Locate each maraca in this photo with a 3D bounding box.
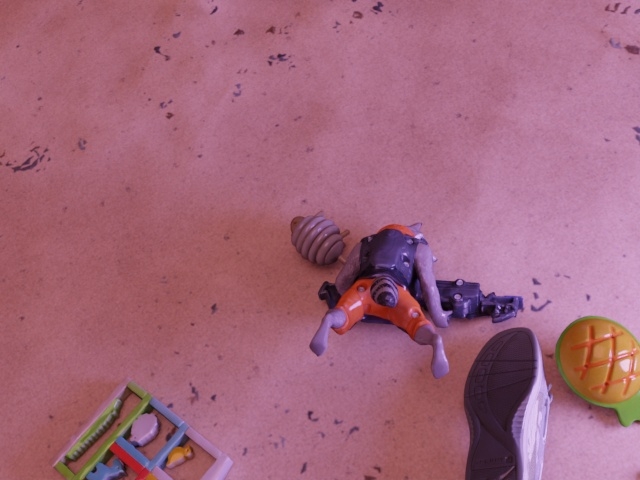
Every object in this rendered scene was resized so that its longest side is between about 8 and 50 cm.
[{"bbox_3d":[0.439,0.196,1.450,0.185,0.099,0.127,42,85,5],"label":"maraca"}]

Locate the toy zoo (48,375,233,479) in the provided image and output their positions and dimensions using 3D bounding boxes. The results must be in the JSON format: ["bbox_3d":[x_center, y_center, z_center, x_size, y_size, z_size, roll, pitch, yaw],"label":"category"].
[{"bbox_3d":[-0.276,0.370,1.549,0.293,0.030,0.192,32,71,29],"label":"toy zoo"}]

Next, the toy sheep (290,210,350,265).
[{"bbox_3d":[0.000,0.000,1.682,0.132,0.091,0.091,34,72,23],"label":"toy sheep"}]

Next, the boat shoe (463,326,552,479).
[{"bbox_3d":[0.285,0.281,1.440,0.118,0.103,0.320,-13,49,29],"label":"boat shoe"}]

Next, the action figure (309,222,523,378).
[{"bbox_3d":[0.151,0.073,1.524,0.341,0.178,0.330,-1,30,8],"label":"action figure"}]
